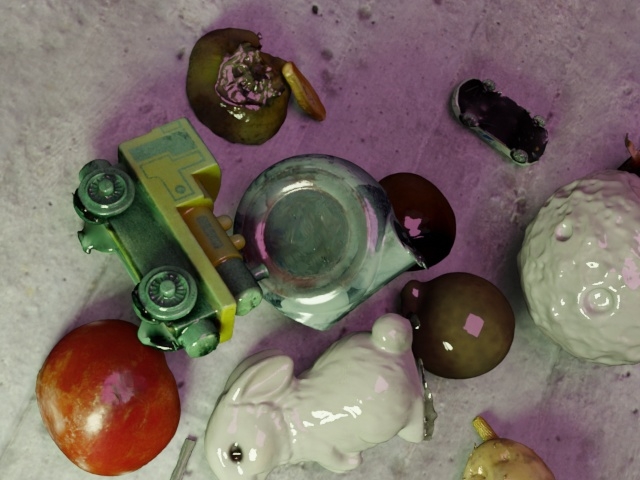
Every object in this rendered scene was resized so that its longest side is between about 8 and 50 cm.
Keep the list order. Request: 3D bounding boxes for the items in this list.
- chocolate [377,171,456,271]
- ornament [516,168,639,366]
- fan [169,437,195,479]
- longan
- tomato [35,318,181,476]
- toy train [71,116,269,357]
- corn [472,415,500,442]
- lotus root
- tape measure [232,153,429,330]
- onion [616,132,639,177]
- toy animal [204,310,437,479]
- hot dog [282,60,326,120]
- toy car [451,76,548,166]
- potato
[{"bbox_3d":[0.140,-0.033,1.947,0.176,0.177,0.177,4,78,-21],"label":"chocolate"},{"bbox_3d":[0.496,0.057,1.973,0.337,0.337,0.337,4,78,-21],"label":"ornament"},{"bbox_3d":[-0.258,0.459,1.754,0.229,0.011,0.335,24,72,-16],"label":"fan"},{"bbox_3d":[0.222,0.137,1.936,0.204,0.159,0.185,36,69,6],"label":"longan"},{"bbox_3d":[-0.304,0.230,1.710,0.200,0.139,0.233,-24,89,-26],"label":"tomato"},{"bbox_3d":[-0.213,0.004,1.732,0.237,0.150,0.369,-24,64,-22],"label":"toy train"},{"bbox_3d":[0.291,0.338,1.994,0.027,0.028,0.083,-36,91,-18],"label":"corn"},{"bbox_3d":[-0.124,-0.267,1.919,0.183,0.078,0.204,9,75,-21],"label":"lotus root"},{"bbox_3d":[0.000,0.000,1.831,0.256,0.147,0.275,-37,78,10],"label":"tape measure"},{"bbox_3d":[0.616,-0.104,2.133,0.153,0.177,0.177,42,64,-41],"label":"onion"},{"bbox_3d":[-0.012,0.253,1.806,0.357,0.194,0.258,-11,105,-16],"label":"toy animal"},{"bbox_3d":[-0.029,-0.246,1.941,0.137,0.028,0.044,52,30,-50],"label":"hot dog"},{"bbox_3d":[0.324,-0.216,2.101,0.205,0.056,0.095,33,69,-9],"label":"toy car"},{"bbox_3d":[0.326,0.444,1.933,0.161,0.128,0.235,-11,91,-16],"label":"potato"}]
